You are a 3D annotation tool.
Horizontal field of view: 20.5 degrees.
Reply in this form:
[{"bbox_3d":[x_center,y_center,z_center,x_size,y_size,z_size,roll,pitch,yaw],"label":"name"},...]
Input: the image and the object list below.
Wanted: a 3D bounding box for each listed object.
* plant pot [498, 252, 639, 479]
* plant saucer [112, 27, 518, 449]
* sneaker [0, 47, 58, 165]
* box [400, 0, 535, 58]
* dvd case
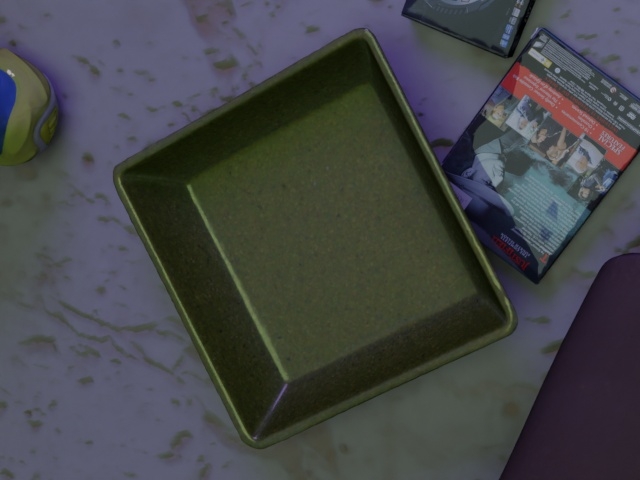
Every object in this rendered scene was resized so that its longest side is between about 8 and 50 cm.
[{"bbox_3d":[0.196,0.133,0.896,0.263,0.263,0.229,12,84,15],"label":"plant pot"},{"bbox_3d":[0.000,0.000,1.017,0.188,0.045,0.188,-27,89,24],"label":"plant saucer"},{"bbox_3d":[-0.281,-0.102,1.053,0.240,0.126,0.091,13,101,14],"label":"sneaker"},{"bbox_3d":[0.091,-0.152,0.988,0.067,0.018,0.083,25,104,12],"label":"box"},{"bbox_3d":[0.124,-0.047,0.996,0.087,0.013,0.119,37,106,9],"label":"dvd case"}]
